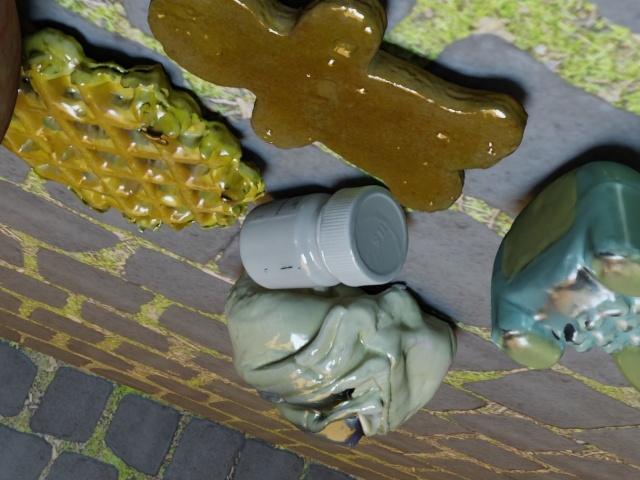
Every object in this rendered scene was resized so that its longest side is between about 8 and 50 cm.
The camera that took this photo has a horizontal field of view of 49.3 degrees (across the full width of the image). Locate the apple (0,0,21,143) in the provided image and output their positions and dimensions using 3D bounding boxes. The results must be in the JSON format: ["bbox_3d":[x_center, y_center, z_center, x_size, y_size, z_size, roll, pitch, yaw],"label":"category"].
[{"bbox_3d":[-0.383,-0.158,0.521,0.344,0.269,0.345,32,149,22],"label":"apple"}]

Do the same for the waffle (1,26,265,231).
[{"bbox_3d":[-0.223,-0.101,0.747,0.325,0.068,0.302,32,153,-29],"label":"waffle"}]

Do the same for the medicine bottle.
[{"bbox_3d":[0.000,0.000,0.755,0.168,0.105,0.105,-6,146,43],"label":"medicine bottle"}]

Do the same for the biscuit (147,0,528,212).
[{"bbox_3d":[0.011,-0.125,0.553,0.301,0.049,0.197,24,151,-12],"label":"biscuit"}]

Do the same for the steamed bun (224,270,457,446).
[{"bbox_3d":[0.016,0.170,0.985,0.320,0.206,0.275,11,157,25],"label":"steamed bun"}]

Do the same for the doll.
[{"bbox_3d":[0.288,0.052,0.587,0.260,0.161,0.177,26,133,-11],"label":"doll"}]
